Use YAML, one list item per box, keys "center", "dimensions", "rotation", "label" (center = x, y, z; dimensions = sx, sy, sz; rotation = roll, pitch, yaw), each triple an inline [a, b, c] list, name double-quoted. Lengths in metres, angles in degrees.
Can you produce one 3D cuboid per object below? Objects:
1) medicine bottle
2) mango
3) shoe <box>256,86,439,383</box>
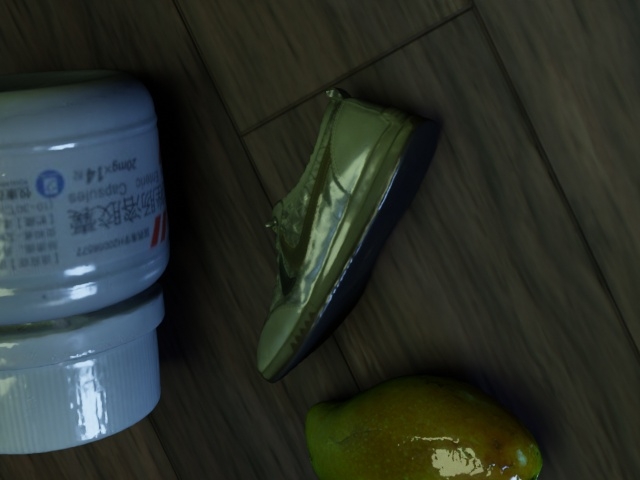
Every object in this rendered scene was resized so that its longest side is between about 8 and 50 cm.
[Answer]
- center: [-0.257, 0.010, 0.957]
  dimensions: [0.245, 0.245, 0.307]
  rotation: [4, 107, 28]
  label: "medicine bottle"
- center: [0.074, 0.172, 0.902]
  dimensions: [0.232, 0.111, 0.126]
  rotation: [6, 95, 40]
  label: "mango"
- center: [0.000, 0.000, 0.900]
  dimensions: [0.098, 0.103, 0.275]
  rotation: [34, 111, 18]
  label: "shoe"
